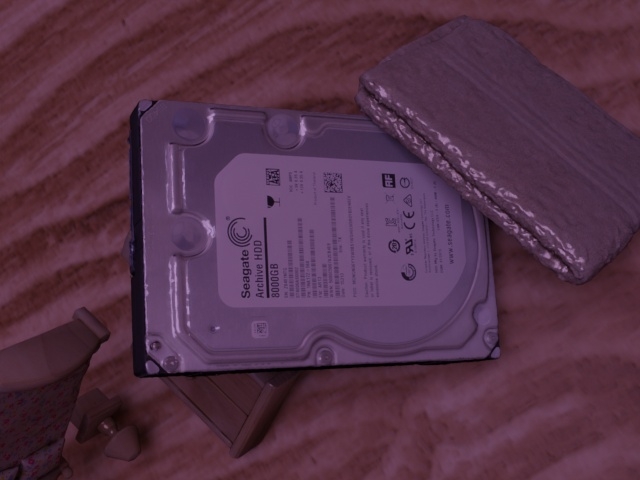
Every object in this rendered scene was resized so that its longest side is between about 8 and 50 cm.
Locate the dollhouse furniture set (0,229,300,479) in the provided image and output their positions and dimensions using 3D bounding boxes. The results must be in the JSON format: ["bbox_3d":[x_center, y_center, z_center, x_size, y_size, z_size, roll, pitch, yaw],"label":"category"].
[{"bbox_3d":[-0.195,0.153,0.763,0.174,0.356,0.303,40,125,19],"label":"dollhouse furniture set"}]

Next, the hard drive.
[{"bbox_3d":[0.000,0.000,0.784,0.339,0.064,0.236,2,78,-22],"label":"hard drive"}]

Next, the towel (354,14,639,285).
[{"bbox_3d":[0.181,-0.093,0.797,0.187,0.049,0.282,-34,69,-33],"label":"towel"}]
